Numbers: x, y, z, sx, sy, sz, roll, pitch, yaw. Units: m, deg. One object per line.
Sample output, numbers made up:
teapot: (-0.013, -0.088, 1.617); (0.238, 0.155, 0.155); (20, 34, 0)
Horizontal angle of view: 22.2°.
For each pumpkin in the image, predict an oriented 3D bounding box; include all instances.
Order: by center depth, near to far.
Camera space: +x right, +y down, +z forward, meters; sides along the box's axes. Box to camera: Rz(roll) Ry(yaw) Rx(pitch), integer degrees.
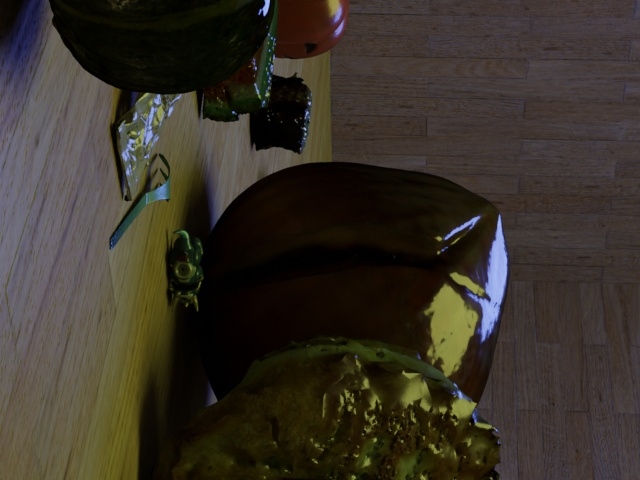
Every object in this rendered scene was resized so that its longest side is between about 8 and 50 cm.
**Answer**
pumpkin: (-0.103, -0.191, 0.944); (0.224, 0.157, 0.223); (169, -90, -82)

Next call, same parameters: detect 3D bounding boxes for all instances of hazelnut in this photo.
hazelnut: (0.030, 0.072, 1.772); (0.409, 0.359, 0.359); (-130, -139, -81)

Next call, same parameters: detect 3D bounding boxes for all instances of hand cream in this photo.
hand cream: (-0.133, -0.156, 1.362); (0.084, 0.050, 0.257); (92, 5, -52)

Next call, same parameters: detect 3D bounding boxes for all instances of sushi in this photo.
sushi: (-0.054, -0.176, 2.306); (0.098, 0.084, 0.094); (-80, 174, -48)

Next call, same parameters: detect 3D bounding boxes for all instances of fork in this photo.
fork: (-0.146, -0.029, 1.378); (0.235, 0.021, 0.039); (-79, 167, -72)

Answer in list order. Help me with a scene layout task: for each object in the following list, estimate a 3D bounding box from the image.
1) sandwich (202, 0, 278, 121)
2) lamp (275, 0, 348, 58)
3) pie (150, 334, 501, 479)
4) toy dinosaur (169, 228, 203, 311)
sandwich: (-0.088, -0.258, 1.736); (0.159, 0.079, 0.235); (82, 11, -70)
lamp: (-0.027, -0.320, 2.029); (0.187, 0.164, 0.187); (-1, 90, -85)
pie: (-0.004, 0.223, 1.534); (0.103, 0.355, 0.288); (53, -52, 51)
toy dinosaur: (-0.130, 0.027, 1.568); (0.047, 0.031, 0.083); (-84, 174, -74)
